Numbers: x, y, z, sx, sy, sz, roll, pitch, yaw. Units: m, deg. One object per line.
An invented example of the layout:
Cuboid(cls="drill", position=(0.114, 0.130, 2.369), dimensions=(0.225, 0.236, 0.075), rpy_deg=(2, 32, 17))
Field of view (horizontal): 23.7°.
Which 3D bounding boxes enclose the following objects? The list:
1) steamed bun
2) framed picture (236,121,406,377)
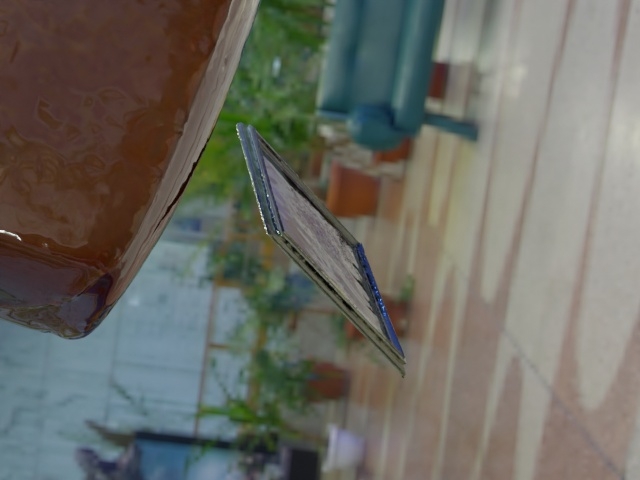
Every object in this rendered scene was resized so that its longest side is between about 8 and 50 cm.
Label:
Cuboid(cls="steamed bun", position=(-0.164, -0.143, 0.948), dimensions=(0.248, 0.235, 0.379), rpy_deg=(-142, 73, -81))
Cuboid(cls="framed picture", position=(0.000, 0.000, 1.541), dimensions=(0.017, 0.217, 0.274), rpy_deg=(-39, 28, 10))
